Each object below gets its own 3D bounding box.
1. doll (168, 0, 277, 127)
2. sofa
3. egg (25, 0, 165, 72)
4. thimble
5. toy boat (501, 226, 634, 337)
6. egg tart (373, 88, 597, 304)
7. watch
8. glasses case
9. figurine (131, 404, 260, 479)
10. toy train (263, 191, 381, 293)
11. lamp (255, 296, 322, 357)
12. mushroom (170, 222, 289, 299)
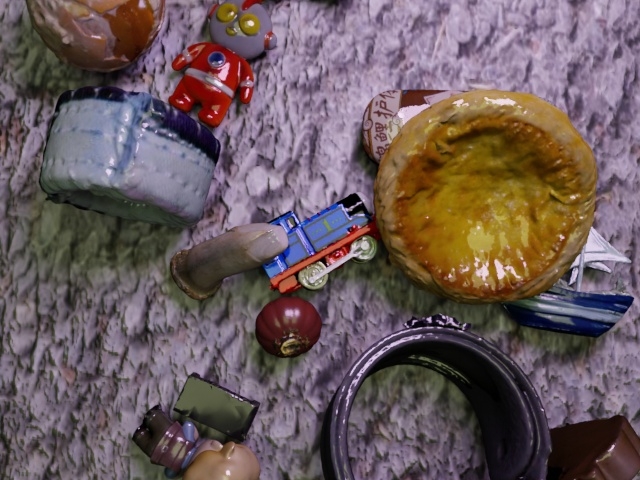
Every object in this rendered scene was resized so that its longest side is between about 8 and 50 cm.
[{"bbox_3d":[-0.148,-0.303,0.810,0.142,0.076,0.245,29,87,1],"label":"doll"},{"bbox_3d":[-0.155,0.250,0.760,0.118,0.039,0.060,24,84,0],"label":"sofa"},{"bbox_3d":[-0.330,-0.369,0.753,0.195,0.195,0.233,24,70,1],"label":"egg"},{"bbox_3d":[-0.259,-0.108,0.700,0.237,0.237,0.150,10,82,-1],"label":"thimble"},{"bbox_3d":[0.403,0.021,0.790,0.210,0.070,0.291,34,81,8],"label":"toy boat"},{"bbox_3d":[0.227,-0.058,0.720,0.319,0.128,0.318,1,110,4],"label":"egg tart"},{"bbox_3d":[0.177,0.272,0.678,0.335,0.314,0.327,-37,74,-20],"label":"watch"},{"bbox_3d":[0.226,-0.171,0.801,0.321,0.082,0.122,2,89,-1],"label":"glasses case"},{"bbox_3d":[-0.183,0.323,0.731,0.196,0.108,0.114,26,72,19],"label":"figurine"},{"bbox_3d":[0.000,0.000,0.774,0.204,0.083,0.131,-29,83,-6],"label":"toy train"},{"bbox_3d":[-0.048,0.130,0.753,0.101,0.090,0.101,-4,124,-6],"label":"lamp"},{"bbox_3d":[-0.134,0.027,0.724,0.209,0.071,0.084,-23,87,38],"label":"mushroom"}]
